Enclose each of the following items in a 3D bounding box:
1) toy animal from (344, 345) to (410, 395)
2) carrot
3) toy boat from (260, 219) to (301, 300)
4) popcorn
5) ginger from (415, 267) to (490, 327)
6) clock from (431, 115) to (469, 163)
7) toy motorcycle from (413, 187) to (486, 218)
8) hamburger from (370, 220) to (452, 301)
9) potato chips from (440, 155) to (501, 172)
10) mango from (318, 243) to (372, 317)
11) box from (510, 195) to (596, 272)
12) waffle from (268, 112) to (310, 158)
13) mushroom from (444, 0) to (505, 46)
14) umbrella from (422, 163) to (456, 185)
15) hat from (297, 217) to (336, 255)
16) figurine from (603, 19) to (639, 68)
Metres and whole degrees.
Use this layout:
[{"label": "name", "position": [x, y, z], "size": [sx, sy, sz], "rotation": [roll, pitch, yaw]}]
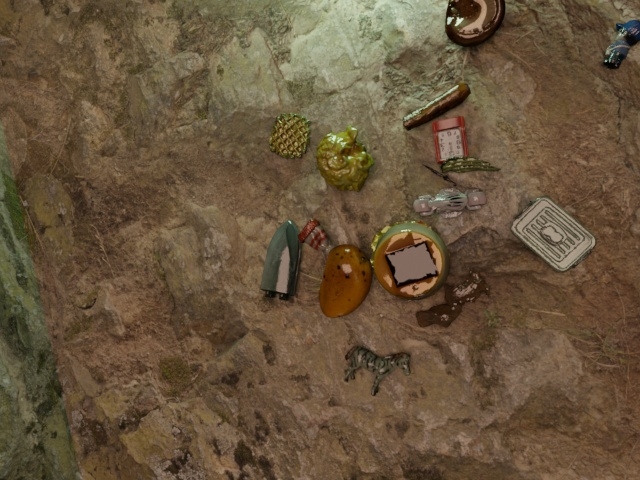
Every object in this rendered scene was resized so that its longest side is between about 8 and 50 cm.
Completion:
[{"label": "toy animal", "position": [0.211, 0.493, 1.737], "size": [0.254, 0.090, 0.170], "rotation": [4, 87, 15]}, {"label": "carrot", "position": [0.416, -0.483, 1.677], "size": [0.260, 0.070, 0.070], "rotation": [-27, 82, 16]}, {"label": "toy boat", "position": [-0.148, 0.075, 1.848], "size": [0.141, 0.092, 0.320], "rotation": [8, 85, 18]}, {"label": "popcorn", "position": [0.094, -0.298, 1.718], "size": [0.217, 0.181, 0.235], "rotation": [-45, 77, 12]}, {"label": "ginger", "position": [0.465, 0.222, 1.652], "size": [0.290, 0.084, 0.122], "rotation": [-41, 85, 14]}, {"label": "clock", "position": [0.468, -0.357, 1.665], "size": [0.113, 0.061, 0.155], "rotation": [-7, 91, 17]}, {"label": "toy motorcycle", "position": [0.457, -0.135, 1.642], "size": [0.254, 0.112, 0.113], "rotation": [-6, 88, 16]}, {"label": "hamburger", "position": [0.321, 0.072, 1.651], "size": [0.275, 0.179, 0.295], "rotation": [-24, 86, 19]}, {"label": "potato chips", "position": [0.530, -0.264, 1.631], "size": [0.207, 0.092, 0.028], "rotation": [3, 65, 16]}, {"label": "mango", "position": [0.092, 0.160, 1.737], "size": [0.190, 0.160, 0.291], "rotation": [20, 100, 7]}, {"label": "box", "position": [0.760, -0.021, 1.533], "size": [0.243, 0.135, 0.163], "rotation": [44, 103, 12]}, {"label": "waffle", "position": [-0.122, -0.422, 1.863], "size": [0.169, 0.036, 0.184], "rotation": [17, 97, 14]}, {"label": "mushroom", "position": [0.536, -0.794, 1.613], "size": [0.194, 0.138, 0.232], "rotation": [16, 106, 4]}, {"label": "umbrella", "position": [0.436, -0.244, 1.694], "size": [0.148, 0.022, 0.022], "rotation": [37, 74, 14]}, {"label": "hat", "position": [0.000, 0.000, 1.799], "size": [0.162, 0.093, 0.112], "rotation": [44, 113, 7]}, {"label": "figurine", "position": [0.979, -0.638, 1.495], "size": [0.086, 0.087, 0.149], "rotation": [22, 99, -21]}]
